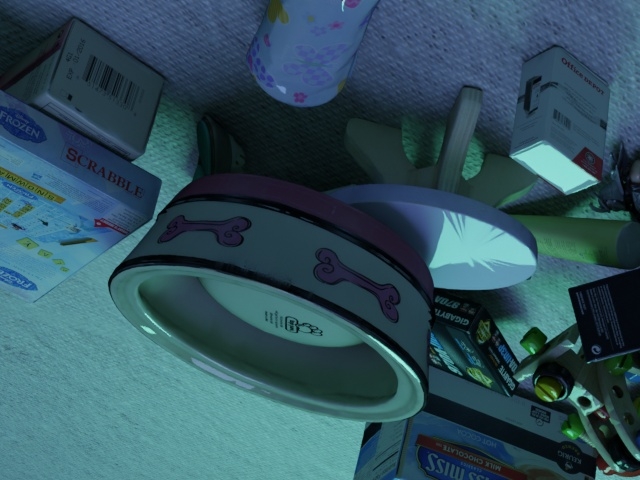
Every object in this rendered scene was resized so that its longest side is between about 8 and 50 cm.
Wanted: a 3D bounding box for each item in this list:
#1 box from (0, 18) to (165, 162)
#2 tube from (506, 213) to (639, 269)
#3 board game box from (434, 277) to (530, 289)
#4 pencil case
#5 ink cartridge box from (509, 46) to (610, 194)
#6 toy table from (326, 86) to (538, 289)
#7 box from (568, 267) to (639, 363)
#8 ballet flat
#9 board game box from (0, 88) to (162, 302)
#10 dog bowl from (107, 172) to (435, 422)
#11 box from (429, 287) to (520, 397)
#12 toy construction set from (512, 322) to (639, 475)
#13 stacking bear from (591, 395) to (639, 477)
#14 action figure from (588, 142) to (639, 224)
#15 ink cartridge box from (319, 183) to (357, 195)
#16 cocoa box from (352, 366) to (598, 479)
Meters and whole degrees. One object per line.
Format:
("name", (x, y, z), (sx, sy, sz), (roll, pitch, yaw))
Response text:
("box", (-0.329, -0.150, 1.685), (0.148, 0.127, 0.232), (33, 141, -30))
("tube", (0.316, -0.005, 1.745), (0.240, 0.062, 0.070), (7, 115, 55))
("board game box", (0.186, 0.023, 1.874), (0.186, 0.026, 0.126), (-8, 143, 39))
("pencil case", (0.011, -0.258, 1.436), (0.124, 0.113, 0.273), (1, 151, -21))
("ink cartridge box", (0.274, -0.136, 1.526), (0.099, 0.135, 0.056), (32, 145, -28))
("toy table", (0.140, -0.057, 1.663), (0.274, 0.161, 0.252), (20, 146, -16))
("box", (0.449, 0.076, 1.683), (0.184, 0.103, 0.261), (-16, 173, 30))
("ballet flat", (-0.133, -0.101, 1.776), (0.068, 0.072, 0.213), (-11, 152, -17))
("board game box", (-0.413, -0.064, 1.662), (0.318, 0.066, 0.318), (31, 142, -26))
("dog bowl", (-0.042, 0.068, 1.633), (0.408, 0.150, 0.408), (18, 156, 8))
("box", (0.190, 0.139, 1.978), (0.175, 0.051, 0.220), (20, 160, 35))
("toy construction set", (0.387, 0.184, 1.958), (0.237, 0.257, 0.309), (35, 162, -5))
("stacking bear", (0.543, 0.289, 2.083), (0.175, 0.164, 0.289), (25, 147, -20))
("action figure", (0.465, -0.054, 1.633), (0.285, 0.099, 0.185), (-3, 158, 28))
("ink cartridge box", (0.000, 0.000, 1.828), (0.203, 0.086, 0.148), (-13, 158, 30))
("cocoa box", (0.253, 0.391, 2.231), (0.347, 0.228, 0.231), (23, 146, -10))
